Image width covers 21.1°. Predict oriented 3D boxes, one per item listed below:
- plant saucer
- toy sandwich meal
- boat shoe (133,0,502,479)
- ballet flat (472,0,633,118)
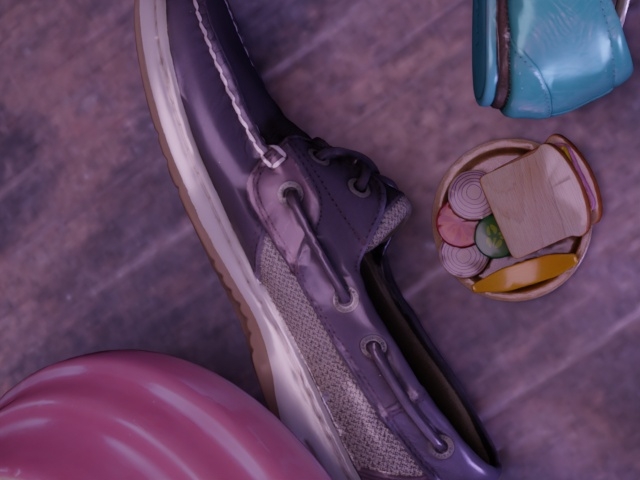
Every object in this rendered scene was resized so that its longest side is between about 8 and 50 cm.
[{"bbox_3d":[-0.093,0.218,0.774,0.332,0.084,0.332,10,104,43],"label":"plant saucer"},{"bbox_3d":[0.090,-0.010,0.801,0.086,0.029,0.085,1,92,19],"label":"toy sandwich meal"},{"bbox_3d":[0.000,0.000,0.800,0.092,0.103,0.285,-22,89,13],"label":"boat shoe"},{"bbox_3d":[0.104,-0.179,0.775,0.087,0.083,0.247,-5,90,-5],"label":"ballet flat"}]
